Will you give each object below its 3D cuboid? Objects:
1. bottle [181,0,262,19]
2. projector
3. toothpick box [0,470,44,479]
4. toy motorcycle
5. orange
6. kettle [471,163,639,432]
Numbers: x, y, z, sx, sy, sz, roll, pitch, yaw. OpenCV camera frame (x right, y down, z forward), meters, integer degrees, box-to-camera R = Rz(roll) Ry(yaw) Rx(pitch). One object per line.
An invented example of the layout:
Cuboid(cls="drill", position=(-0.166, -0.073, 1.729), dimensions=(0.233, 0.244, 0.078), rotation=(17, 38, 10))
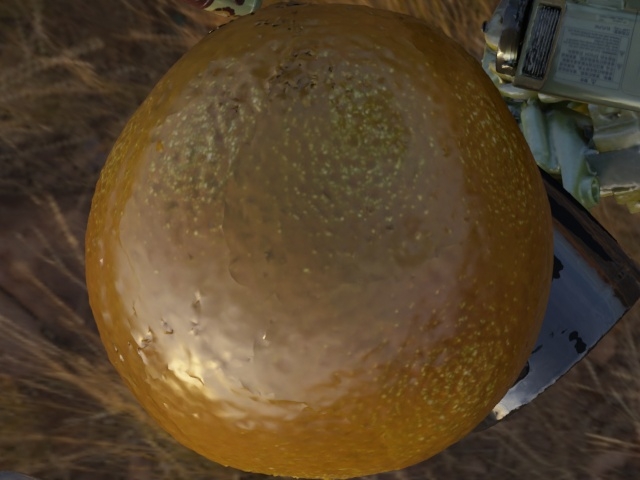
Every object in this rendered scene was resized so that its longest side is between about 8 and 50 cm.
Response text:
Cuboid(cls="bottle", position=(-0.113, -0.261, 1.684), dimensions=(0.063, 0.101, 0.047), rotation=(-27, 66, 42))
Cuboid(cls="projector", position=(0.220, -0.131, 1.068), dimensions=(0.193, 0.269, 0.088), rotation=(12, 100, 12))
Cuboid(cls="toothpick box", position=(-0.251, 0.347, 1.481), dimensions=(0.316, 0.229, 0.229), rotation=(26, 88, -21))
Cuboid(cls="toy motorcycle", position=(0.268, -0.164, 1.623), dimensions=(0.237, 0.169, 0.410), rotation=(-6, 45, 31))
Cuboid(cls="orange", position=(0.000, 0.000, 0.906), dimensions=(0.274, 0.274, 0.274), rotation=(-2, 81, 15))
Cuboid(cls="kettle", position=(0.106, 0.004, 1.353), dimensions=(0.207, 0.268, 0.290), rotation=(-41, 90, 27))
